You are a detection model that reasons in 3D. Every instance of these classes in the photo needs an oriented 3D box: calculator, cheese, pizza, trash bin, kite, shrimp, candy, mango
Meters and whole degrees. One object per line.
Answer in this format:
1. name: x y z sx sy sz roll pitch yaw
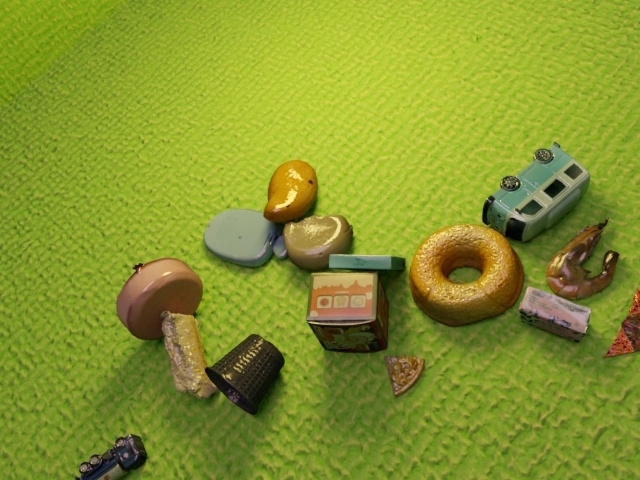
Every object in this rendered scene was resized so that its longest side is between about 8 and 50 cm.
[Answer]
1. calculator: -0.224 -0.011 1.856 0.303 0.042 0.188 11 62 25
2. cheese: 0.000 0.000 1.756 0.203 0.091 0.175 -17 55 4
3. pizza: 0.198 0.328 1.534 0.109 0.026 0.123 33 73 32
4. trash bin: -0.186 0.335 1.572 0.175 0.175 0.161 26 59 28
5. kite: 0.779 0.218 1.441 0.125 0.008 0.222 26 69 28
6. shrimp: 0.691 0.048 1.542 0.254 0.059 0.145 -39 59 -8
7. candy: -0.449 0.161 1.688 0.255 0.255 0.094 -45 58 -13
8. mango: -0.091 -0.142 1.849 0.157 0.109 0.262 13 53 12
9. candy: 0.571 0.183 1.474 0.160 0.092 0.073 22 73 24

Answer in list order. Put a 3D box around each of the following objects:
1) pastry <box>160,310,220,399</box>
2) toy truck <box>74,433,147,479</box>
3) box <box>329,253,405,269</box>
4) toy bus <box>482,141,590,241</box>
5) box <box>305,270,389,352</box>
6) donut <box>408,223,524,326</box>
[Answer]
1. pastry: -0.357 0.315 1.648 0.089 0.121 0.258 -35 68 33
2. toy truck: -0.550 0.591 1.564 0.202 0.074 0.088 -35 61 -6
3. box: 0.129 0.060 1.603 0.162 0.229 0.041 0 87 16
4. toy bus: 0.584 -0.117 1.631 0.271 0.133 0.165 -38 61 -11
5. box: 0.075 0.187 1.554 0.178 0.195 0.148 -3 59 14
6. donut: 0.378 0.077 1.586 0.303 0.110 0.302 -8 59 13
